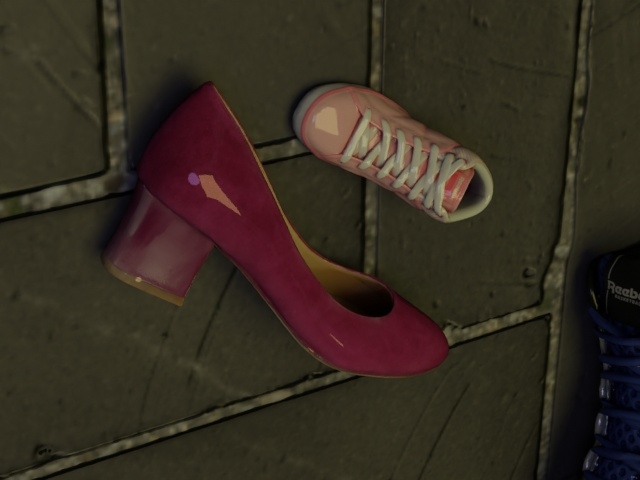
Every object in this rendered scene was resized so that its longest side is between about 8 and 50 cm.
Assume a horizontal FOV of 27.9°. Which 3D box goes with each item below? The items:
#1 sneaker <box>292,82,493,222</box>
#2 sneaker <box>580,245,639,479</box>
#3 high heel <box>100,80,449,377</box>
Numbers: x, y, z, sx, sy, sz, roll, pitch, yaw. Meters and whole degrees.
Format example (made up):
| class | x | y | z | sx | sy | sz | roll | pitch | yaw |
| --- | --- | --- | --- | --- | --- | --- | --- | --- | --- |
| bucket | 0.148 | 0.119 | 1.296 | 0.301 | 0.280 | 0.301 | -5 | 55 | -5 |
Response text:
| class | x | y | z | sx | sy | sz | roll | pitch | yaw |
| --- | --- | --- | --- | --- | --- | --- | --- | --- | --- |
| sneaker | 0.050 | -0.050 | 0.764 | 0.134 | 0.070 | 0.051 | 23 | 99 | -38 |
| sneaker | 0.243 | 0.101 | 0.945 | 0.182 | 0.127 | 0.315 | 35 | 83 | -36 |
| high heel | 0.000 | 0.000 | 0.747 | 0.244 | 0.082 | 0.117 | 24 | 107 | -26 |
